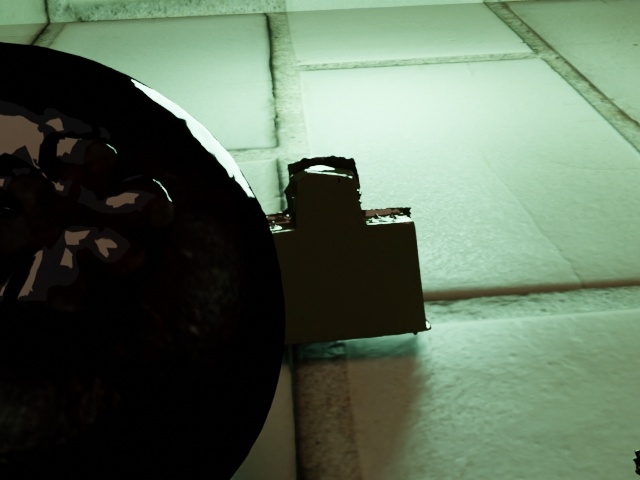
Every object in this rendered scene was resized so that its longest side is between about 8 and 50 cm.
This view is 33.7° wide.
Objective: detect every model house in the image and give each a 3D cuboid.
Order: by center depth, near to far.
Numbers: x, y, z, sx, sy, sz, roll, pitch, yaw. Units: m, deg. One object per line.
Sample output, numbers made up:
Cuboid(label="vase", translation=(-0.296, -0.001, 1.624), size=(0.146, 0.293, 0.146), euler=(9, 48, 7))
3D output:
Cuboid(label="model house", translation=(0.000, 0.000, 1.087), size=(0.181, 0.176, 0.248), euler=(-6, 8, -6))

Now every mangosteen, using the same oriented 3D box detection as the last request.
Cuboid(label="mangosteen", translation=(-0.232, 0.064, 0.754), size=(0.382, 0.382, 0.435), euler=(-19, -10, -33))

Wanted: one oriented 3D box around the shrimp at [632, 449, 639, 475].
Cuboid(label="shrimp", translation=(0.313, 0.177, 0.792), size=(0.161, 0.034, 0.091), euler=(8, 15, 6))
